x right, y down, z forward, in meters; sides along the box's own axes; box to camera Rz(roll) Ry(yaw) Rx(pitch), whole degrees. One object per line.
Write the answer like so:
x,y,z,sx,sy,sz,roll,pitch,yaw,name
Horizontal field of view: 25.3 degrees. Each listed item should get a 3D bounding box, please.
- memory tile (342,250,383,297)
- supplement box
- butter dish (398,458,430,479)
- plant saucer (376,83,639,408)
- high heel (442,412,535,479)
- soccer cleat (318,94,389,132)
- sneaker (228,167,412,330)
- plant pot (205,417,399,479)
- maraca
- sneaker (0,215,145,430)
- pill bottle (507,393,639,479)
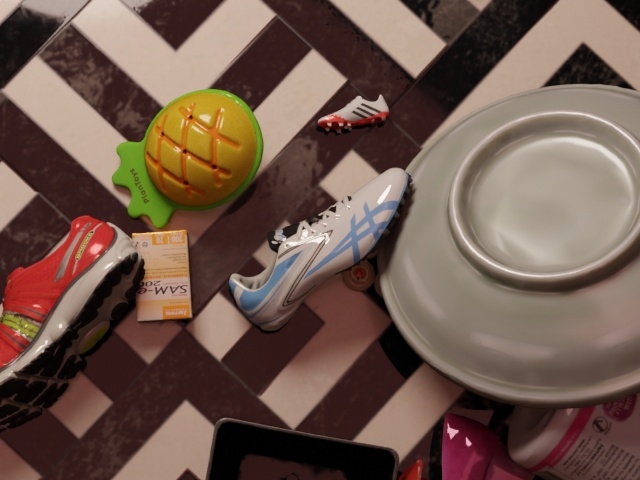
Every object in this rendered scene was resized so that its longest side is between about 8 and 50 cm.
0.104,0.018,1.607,0.148,0.012,0.113,15,82,-2,memory tile
-0.174,0.040,1.573,0.062,0.036,0.098,-4,84,-4,supplement box
0.122,0.312,1.445,0.118,0.160,0.160,11,75,-2,butter dish
0.245,-0.025,1.483,0.400,0.100,0.401,-9,55,13,plant saucer
0.125,0.311,1.542,0.117,0.082,0.244,33,87,12,high heel
0.036,-0.145,1.616,0.083,0.029,0.036,-9,75,-8,soccer cleat
0.000,0.000,1.543,0.237,0.085,0.086,-42,105,9,sneaker
-0.035,0.293,1.486,0.188,0.167,0.188,11,82,-3,plant pot
-0.146,-0.089,1.565,0.185,0.099,0.127,-29,83,19,maraca
-0.309,0.092,1.540,0.118,0.107,0.279,40,85,27,sneaker
0.357,0.226,1.518,0.283,0.160,0.160,28,82,-7,pill bottle
